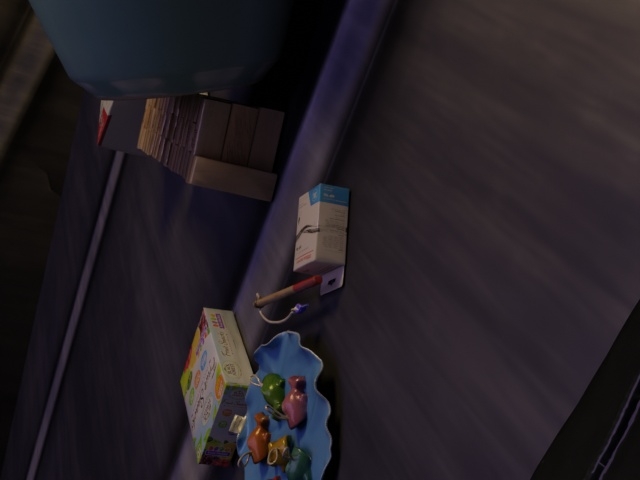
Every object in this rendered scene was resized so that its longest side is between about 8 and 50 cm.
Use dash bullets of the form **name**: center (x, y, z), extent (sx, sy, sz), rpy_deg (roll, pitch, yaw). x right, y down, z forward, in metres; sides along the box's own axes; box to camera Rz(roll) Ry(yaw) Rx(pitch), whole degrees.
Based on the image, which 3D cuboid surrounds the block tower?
- **block tower**: center (-0.134, -0.123, 1.123), extent (0.335, 0.091, 0.097), rpy_deg (-147, 68, -66)

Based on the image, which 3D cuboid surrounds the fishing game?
- **fishing game**: center (-0.042, 0.165, 0.817), extent (0.189, 0.041, 0.264), rpy_deg (155, 119, -62)

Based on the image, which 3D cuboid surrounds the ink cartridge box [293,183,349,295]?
- **ink cartridge box**: center (0.000, 0.000, 0.812), extent (0.048, 0.028, 0.083), rpy_deg (150, 127, -63)

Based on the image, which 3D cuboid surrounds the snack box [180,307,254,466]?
- **snack box**: center (-0.107, 0.147, 1.002), extent (0.141, 0.037, 0.100), rpy_deg (-118, 42, -58)

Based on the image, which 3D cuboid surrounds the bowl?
- **bowl**: center (-0.156, -0.238, 1.017), extent (0.311, 0.311, 0.163), rpy_deg (-150, 51, -68)

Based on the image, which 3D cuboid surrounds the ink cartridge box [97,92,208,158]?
- **ink cartridge box**: center (-0.237, -0.225, 1.380), extent (0.128, 0.127, 0.176), rpy_deg (123, 150, -46)

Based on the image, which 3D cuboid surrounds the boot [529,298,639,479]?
- **boot**: center (0.158, 0.065, 0.288), extent (0.246, 0.094, 0.207), rpy_deg (-124, 51, -70)
